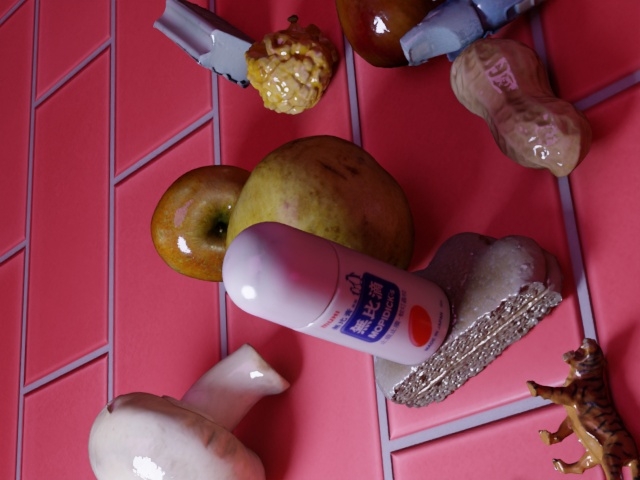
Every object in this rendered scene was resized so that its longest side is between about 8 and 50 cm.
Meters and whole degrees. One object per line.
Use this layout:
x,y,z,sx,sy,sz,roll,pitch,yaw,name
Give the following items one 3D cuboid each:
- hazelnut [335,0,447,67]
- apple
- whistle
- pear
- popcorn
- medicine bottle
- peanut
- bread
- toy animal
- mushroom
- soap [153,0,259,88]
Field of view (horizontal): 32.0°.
0.109,-0.388,1.825,0.208,0.208,0.208,-20,62,45,hazelnut
-0.188,-0.028,2.028,0.207,0.237,0.236,-170,95,-74,apple
0.240,-0.354,1.696,0.269,0.180,0.093,-29,61,-1,whistle
0.000,0.000,1.738,0.304,0.304,0.303,-20,62,45,pear
-0.053,-0.321,2.050,0.180,0.180,0.170,39,136,49,popcorn
0.018,0.070,1.504,0.130,0.341,0.130,-25,55,41,medicine bottle
0.290,-0.199,1.610,0.298,0.120,0.136,-121,30,-41,peanut
0.198,0.095,1.632,0.337,0.102,0.183,-44,48,30,bread
0.360,0.259,1.407,0.116,0.114,0.255,-23,54,-7,toy animal
-0.209,0.369,1.893,0.315,0.356,0.315,169,90,-87,mushroom
-0.226,-0.413,2.273,0.094,0.150,0.261,-58,42,10,soap
